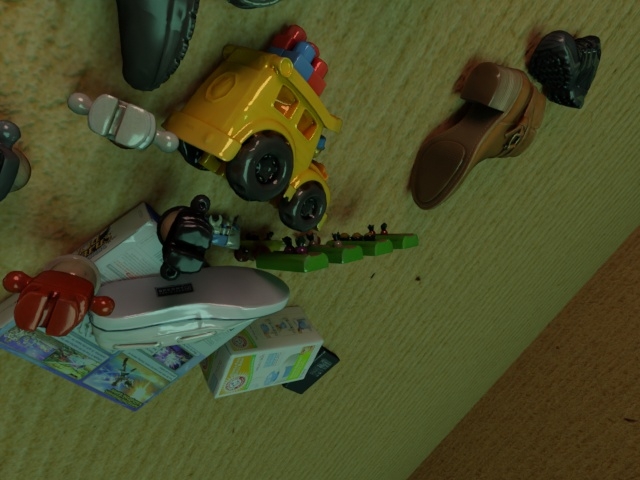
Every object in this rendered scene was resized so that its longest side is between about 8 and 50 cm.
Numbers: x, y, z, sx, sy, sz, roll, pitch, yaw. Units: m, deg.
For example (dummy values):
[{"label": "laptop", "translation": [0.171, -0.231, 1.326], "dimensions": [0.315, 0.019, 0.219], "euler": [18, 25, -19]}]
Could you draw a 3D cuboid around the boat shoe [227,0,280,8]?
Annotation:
[{"label": "boat shoe", "translation": [0.001, -0.359, 0.410], "dimensions": [0.116, 0.099, 0.320], "euler": [35, 85, -22]}]

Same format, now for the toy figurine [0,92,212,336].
[{"label": "toy figurine", "translation": [-0.231, -0.034, 0.439], "dimensions": [0.212, 0.148, 0.210], "euler": [-28, 109, -13]}]

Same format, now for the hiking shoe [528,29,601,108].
[{"label": "hiking shoe", "translation": [0.468, -0.344, 0.806], "dimensions": [0.226, 0.086, 0.114], "euler": [18, 100, -52]}]

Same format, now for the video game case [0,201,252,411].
[{"label": "video game case", "translation": [-0.268, 0.112, 0.631], "dimensions": [0.244, 0.061, 0.270], "euler": [-37, 135, -6]}]

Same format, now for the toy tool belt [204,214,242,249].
[{"label": "toy tool belt", "translation": [-0.153, -0.018, 0.635], "dimensions": [0.083, 0.052, 0.051], "euler": [17, 83, -49]}]

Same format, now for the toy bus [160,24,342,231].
[{"label": "toy bus", "translation": [-0.048, -0.143, 0.541], "dimensions": [0.212, 0.149, 0.220], "euler": [-58, 142, -4]}]

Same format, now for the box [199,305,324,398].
[{"label": "box", "translation": [-0.116, 0.207, 0.819], "dimensions": [0.203, 0.103, 0.114], "euler": [3, 123, -40]}]

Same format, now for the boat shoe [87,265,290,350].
[{"label": "boat shoe", "translation": [-0.171, 0.095, 0.588], "dimensions": [0.257, 0.095, 0.084], "euler": [0, 127, -21]}]

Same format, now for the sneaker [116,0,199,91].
[{"label": "sneaker", "translation": [-0.161, -0.276, 0.358], "dimensions": [0.130, 0.109, 0.287], "euler": [1, 119, -27]}]

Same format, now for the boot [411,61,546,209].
[{"label": "boot", "translation": [0.305, -0.180, 0.814], "dimensions": [0.220, 0.109, 0.284], "euler": [0, 119, -43]}]

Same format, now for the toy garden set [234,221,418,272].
[{"label": "toy garden set", "translation": [0.000, 0.000, 0.682], "dimensions": [0.244, 0.203, 0.049], "euler": [-10, 97, -42]}]

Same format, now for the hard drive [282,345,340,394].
[{"label": "hard drive", "translation": [-0.023, 0.325, 1.063], "dimensions": [0.135, 0.022, 0.094], "euler": [-42, 141, 1]}]
